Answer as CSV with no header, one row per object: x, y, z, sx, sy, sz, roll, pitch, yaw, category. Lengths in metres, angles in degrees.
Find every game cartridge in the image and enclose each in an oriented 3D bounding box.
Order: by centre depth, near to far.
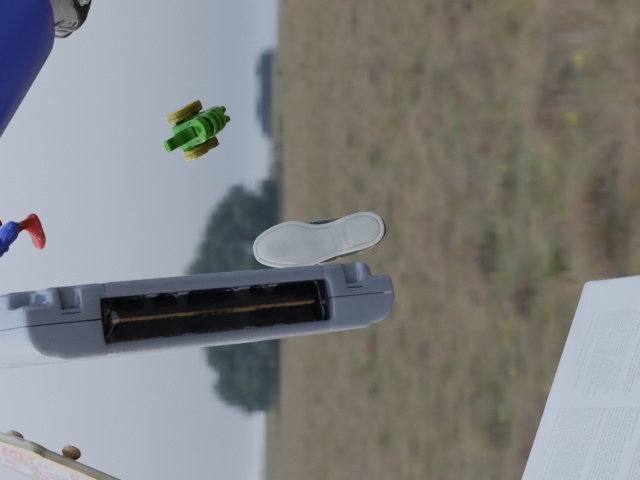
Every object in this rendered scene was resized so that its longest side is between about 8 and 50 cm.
-0.120,0.056,1.349,0.198,0.297,0.062,-19,78,56,game cartridge

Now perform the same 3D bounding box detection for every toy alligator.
-0.125,-0.133,2.079,0.056,0.051,0.189,66,-160,-8,toy alligator

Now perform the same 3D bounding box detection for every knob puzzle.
-0.284,0.211,1.848,0.213,0.213,0.030,92,-161,-72,knob puzzle

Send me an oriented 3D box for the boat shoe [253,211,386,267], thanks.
0.000,0.000,1.747,0.038,0.125,0.046,57,-162,-80,boat shoe

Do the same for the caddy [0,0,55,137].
-0.336,-0.157,1.217,0.341,0.241,0.179,59,-135,-38,caddy

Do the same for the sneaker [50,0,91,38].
-0.278,-0.196,1.685,0.086,0.229,0.132,43,176,25,sneaker

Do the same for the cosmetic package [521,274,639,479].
0.236,0.207,1.331,0.377,0.097,0.284,-70,14,-11,cosmetic package

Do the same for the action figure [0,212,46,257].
-0.419,0.054,2.260,0.280,0.091,0.139,-26,-74,-72,action figure
